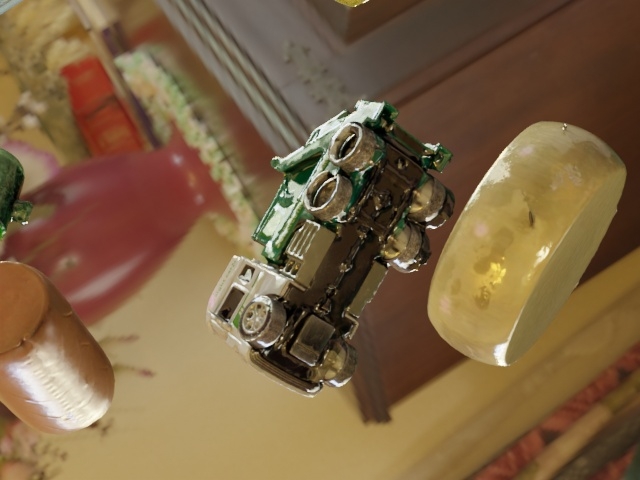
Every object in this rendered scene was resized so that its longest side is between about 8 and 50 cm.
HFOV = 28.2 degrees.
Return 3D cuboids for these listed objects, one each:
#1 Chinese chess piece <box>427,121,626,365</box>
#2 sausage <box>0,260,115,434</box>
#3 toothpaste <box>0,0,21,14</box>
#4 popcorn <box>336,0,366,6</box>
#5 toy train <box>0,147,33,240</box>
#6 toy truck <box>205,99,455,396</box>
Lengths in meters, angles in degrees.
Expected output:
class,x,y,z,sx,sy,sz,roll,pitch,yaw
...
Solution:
class,x,y,z,sx,sy,sz,roll,pitch,yaw
Chinese chess piece,0.218,0.003,1.342,0.102,0.273,0.273,32,162,19
sausage,-0.302,0.126,1.369,0.121,0.121,0.304,54,170,23
toothpaste,-0.196,-0.128,0.628,0.266,0.065,0.050,-16,91,46
popcorn,-0.007,-0.303,1.063,0.235,0.181,0.217,-52,-50,-81
toy train,-0.222,0.040,0.642,0.085,0.119,0.251,128,155,-53
toy truck,0.000,0.000,0.966,0.110,0.216,0.116,32,175,-38
